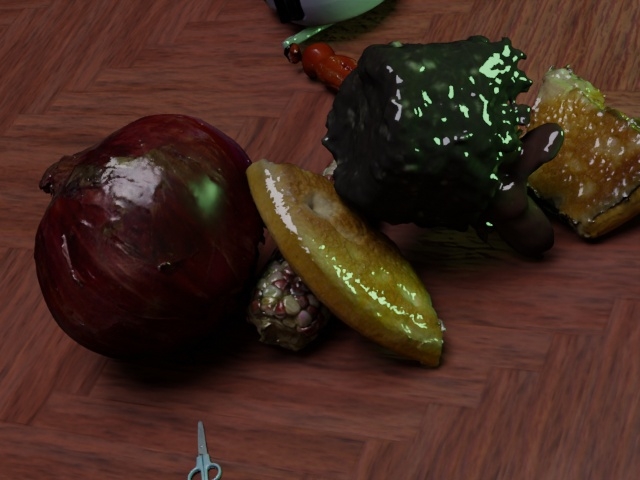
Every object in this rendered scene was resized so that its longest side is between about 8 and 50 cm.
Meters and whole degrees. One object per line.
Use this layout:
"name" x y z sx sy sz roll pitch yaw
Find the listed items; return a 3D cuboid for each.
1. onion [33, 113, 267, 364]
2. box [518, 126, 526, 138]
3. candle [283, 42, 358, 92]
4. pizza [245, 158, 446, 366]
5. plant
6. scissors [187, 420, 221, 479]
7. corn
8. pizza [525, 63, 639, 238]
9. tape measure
"onion" -0.183 -0.009 1.356 0.276 0.276 0.276 -14 44 14
"box" 0.129 -0.124 1.429 0.175 0.048 0.112 38 67 14
"candle" 0.064 -0.180 1.573 0.051 0.048 0.329 -52 45 2
"pizza" 0.027 0.018 1.284 0.056 0.271 0.134 -46 7 33
"plant" 0.132 -0.104 1.288 0.233 0.178 0.204 5 59 -19
"scissors" -0.120 0.217 1.298 0.036 0.006 0.083 -18 43 7
"corn" 0.000 0.000 1.390 0.092 0.092 0.281 2 48 28
"pizza" 0.288 -0.089 1.363 0.147 0.069 0.226 -51 41 4
"tape measure" 0.013 -0.352 1.728 0.196 0.105 0.178 -18 31 1
